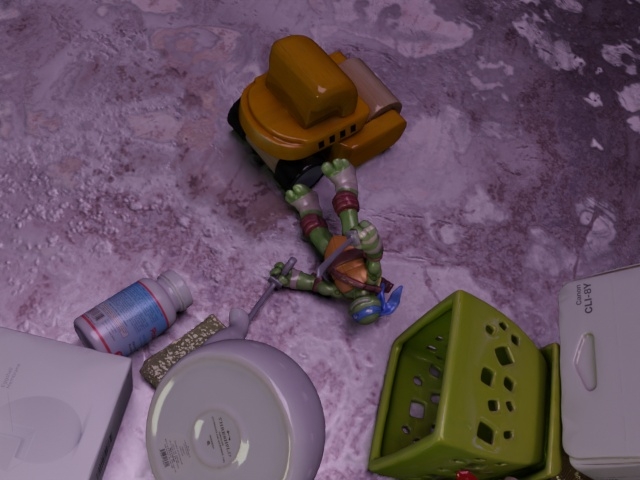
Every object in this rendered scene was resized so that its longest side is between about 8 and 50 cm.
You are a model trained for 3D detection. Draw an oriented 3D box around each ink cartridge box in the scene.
[{"bbox_3d":[0.520,0.242,0.936,0.384,0.160,0.279,33,52,-32],"label":"ink cartridge box"}]

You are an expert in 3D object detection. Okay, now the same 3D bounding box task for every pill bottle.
[{"bbox_3d":[-0.273,0.111,0.948,0.160,0.087,0.087,-34,74,-29],"label":"pill bottle"}]

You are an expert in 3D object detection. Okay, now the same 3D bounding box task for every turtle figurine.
[{"bbox_3d":[0.000,0.000,1.022,0.274,0.198,0.266,-1,57,-20],"label":"turtle figurine"}]

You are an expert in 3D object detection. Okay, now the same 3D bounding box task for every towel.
[{"bbox_3d":[-0.183,0.189,0.962,0.148,0.027,0.110,-36,75,-30],"label":"towel"}]

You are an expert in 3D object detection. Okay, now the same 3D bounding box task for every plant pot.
[{"bbox_3d":[0.220,0.240,0.929,0.207,0.228,0.227,23,57,-10],"label":"plant pot"}]

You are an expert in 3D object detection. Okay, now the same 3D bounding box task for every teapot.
[{"bbox_3d":[-0.091,0.254,0.860,0.252,0.187,0.256,23,93,22],"label":"teapot"}]

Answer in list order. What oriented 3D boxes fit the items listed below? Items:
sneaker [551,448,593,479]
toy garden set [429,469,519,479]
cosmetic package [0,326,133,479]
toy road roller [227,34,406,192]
[{"bbox_3d":[0.424,0.379,0.968,0.153,0.099,0.282,-10,81,-50],"label":"sneaker"},{"bbox_3d":[0.253,0.385,0.865,0.244,0.204,0.049,32,39,4],"label":"toy garden set"},{"bbox_3d":[-0.383,0.245,0.810,0.224,0.138,0.224,16,58,-7],"label":"cosmetic package"},{"bbox_3d":[0.009,-0.253,1.144,0.329,0.240,0.202,-31,72,-28],"label":"toy road roller"}]
